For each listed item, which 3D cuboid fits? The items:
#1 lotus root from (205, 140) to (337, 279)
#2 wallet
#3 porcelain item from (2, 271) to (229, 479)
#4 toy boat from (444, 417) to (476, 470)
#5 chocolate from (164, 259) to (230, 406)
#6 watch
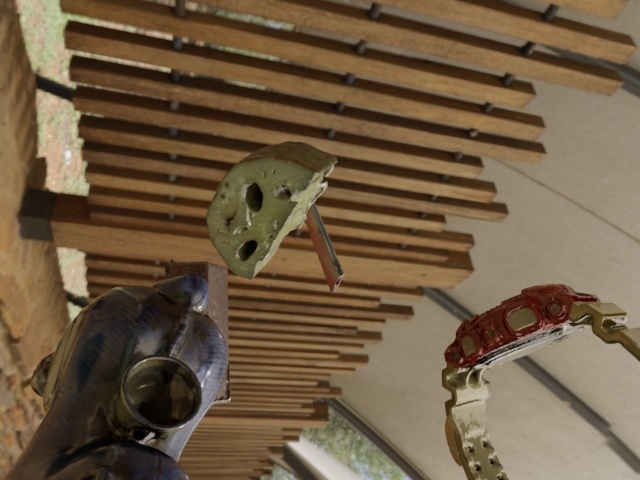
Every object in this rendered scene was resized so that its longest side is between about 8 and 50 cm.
[{"bbox_3d":[-0.082,-0.062,0.847,0.235,0.138,0.119,-49,-174,32],"label":"lotus root"},{"bbox_3d":[0.000,0.000,1.097,0.103,0.020,0.197,103,-32,-67],"label":"wallet"},{"bbox_3d":[-0.145,0.138,0.391,0.186,0.138,0.288,-43,-157,33],"label":"porcelain item"},{"bbox_3d":[0.351,0.463,1.297,0.088,0.088,0.230,7,-69,55],"label":"toy boat"},{"bbox_3d":[-0.260,0.193,1.169,0.112,0.111,0.322,25,57,-60],"label":"chocolate"},{"bbox_3d":[0.188,0.160,0.369,0.165,0.102,0.269,-47,-125,31],"label":"watch"}]
